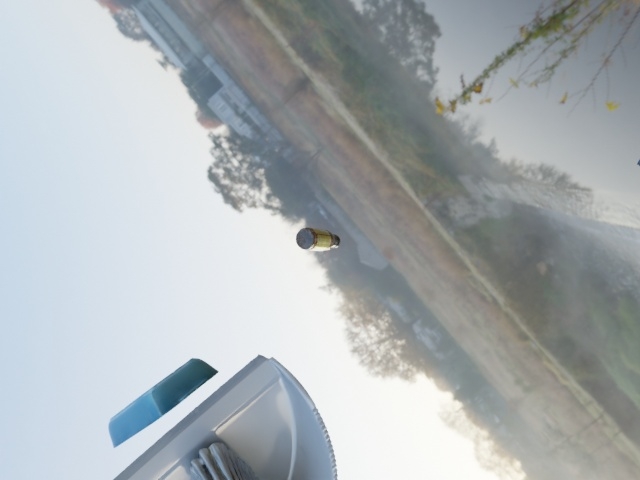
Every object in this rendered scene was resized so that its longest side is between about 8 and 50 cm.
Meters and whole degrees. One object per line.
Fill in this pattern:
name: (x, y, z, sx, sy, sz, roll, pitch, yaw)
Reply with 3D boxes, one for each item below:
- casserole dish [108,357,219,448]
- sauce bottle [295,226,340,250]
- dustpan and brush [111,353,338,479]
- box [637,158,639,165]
casserole dish: (-0.203, 0.200, 0.724, 0.037, 0.188, 0.114, 54, -138, 1)
sauce bottle: (0.000, 0.000, 1.050, 0.042, 0.042, 0.128, 52, -163, 20)
dustpan and brush: (-0.030, 0.196, 0.372, 0.060, 0.147, 0.211, 26, 150, 51)
box: (0.662, -0.178, 1.012, 0.158, 0.156, 0.093, 2, -153, -42)
